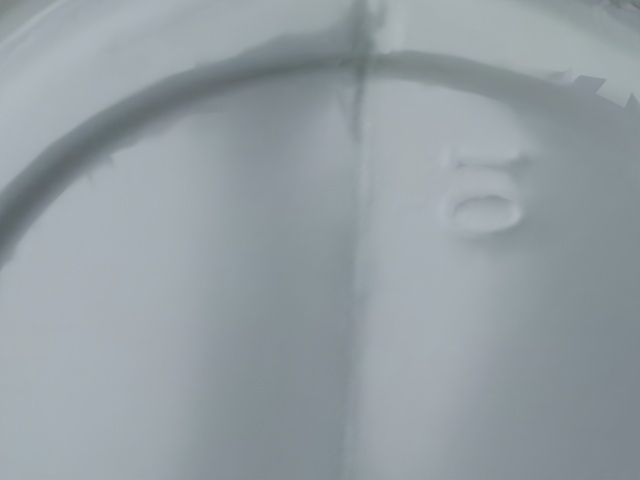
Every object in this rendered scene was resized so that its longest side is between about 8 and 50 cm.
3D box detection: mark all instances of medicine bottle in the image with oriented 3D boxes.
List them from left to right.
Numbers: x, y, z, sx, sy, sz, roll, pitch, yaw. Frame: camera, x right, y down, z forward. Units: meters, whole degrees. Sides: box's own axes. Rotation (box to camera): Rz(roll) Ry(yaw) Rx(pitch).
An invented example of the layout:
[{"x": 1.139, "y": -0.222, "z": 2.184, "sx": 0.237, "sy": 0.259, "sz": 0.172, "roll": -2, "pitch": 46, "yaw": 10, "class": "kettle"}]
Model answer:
[{"x": 0.000, "y": 0.000, "z": 0.564, "sx": 0.253, "sy": 0.241, "sz": 0.252, "roll": -1, "pitch": 115, "yaw": -2, "class": "medicine bottle"}]
